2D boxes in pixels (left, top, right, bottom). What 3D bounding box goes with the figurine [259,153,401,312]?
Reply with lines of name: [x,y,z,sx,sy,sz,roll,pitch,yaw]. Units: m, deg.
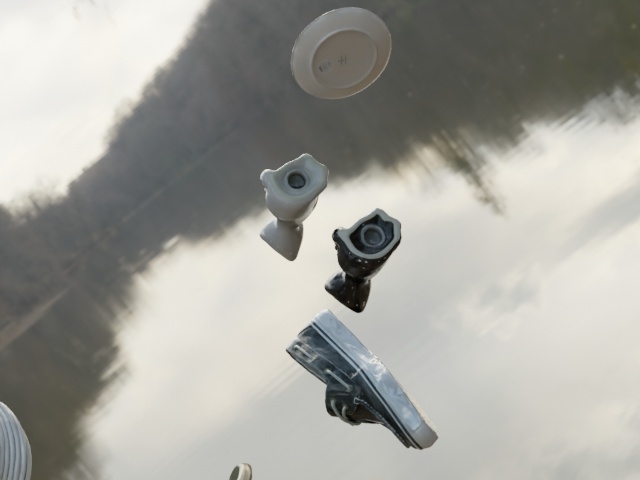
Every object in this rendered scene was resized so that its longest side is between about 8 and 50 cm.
figurine: [0.000,0.000,1.676,0.092,0.215,0.209,-46,-13,-28]

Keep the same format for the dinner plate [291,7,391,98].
dinner plate: [0.030,-0.245,1.545,0.141,0.141,0.017,-37,42,13]

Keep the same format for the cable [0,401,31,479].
cable: [-0.517,0.328,1.587,0.257,0.089,0.257,-41,52,9]

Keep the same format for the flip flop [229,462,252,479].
flip flop: [-0.152,0.429,1.823,0.080,0.112,0.277,3,12,1]

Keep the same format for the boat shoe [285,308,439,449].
boat shoe: [0.062,0.246,1.878,0.119,0.121,0.335,-43,43,-4]
